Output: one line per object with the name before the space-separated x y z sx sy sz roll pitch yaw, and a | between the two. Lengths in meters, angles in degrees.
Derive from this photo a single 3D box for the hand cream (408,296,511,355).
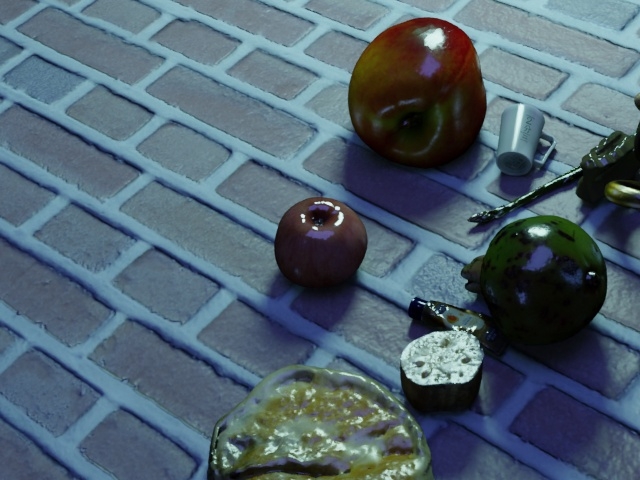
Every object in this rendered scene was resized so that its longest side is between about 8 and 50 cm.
hand cream | 0.211 0.126 1.781 0.163 0.039 0.062 19 37 24

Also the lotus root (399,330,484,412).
lotus root | 0.176 0.189 1.696 0.122 0.081 0.112 -5 44 7

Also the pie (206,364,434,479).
pie | -0.007 0.313 1.621 0.339 0.077 0.339 -7 42 7

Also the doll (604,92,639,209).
doll | 0.641 -0.117 1.819 0.317 0.209 0.339 -27 45 -36

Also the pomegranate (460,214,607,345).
pomegranate | 0.309 0.056 1.743 0.247 0.202 0.202 -3 37 52

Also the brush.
brush | 0.529 -0.169 1.974 0.071 0.084 0.301 28 52 33

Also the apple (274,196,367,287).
apple | 0.000 0.000 1.885 0.153 0.120 0.153 -5 46 5

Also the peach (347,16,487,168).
peach | 0.179 -0.276 2.075 0.248 0.245 0.275 19 36 -9

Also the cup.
cup | 0.354 -0.167 2.018 0.104 0.074 0.116 22 53 -7

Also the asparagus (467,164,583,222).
asparagus | 0.346 -0.075 1.955 0.232 0.022 0.023 -24 69 -14
